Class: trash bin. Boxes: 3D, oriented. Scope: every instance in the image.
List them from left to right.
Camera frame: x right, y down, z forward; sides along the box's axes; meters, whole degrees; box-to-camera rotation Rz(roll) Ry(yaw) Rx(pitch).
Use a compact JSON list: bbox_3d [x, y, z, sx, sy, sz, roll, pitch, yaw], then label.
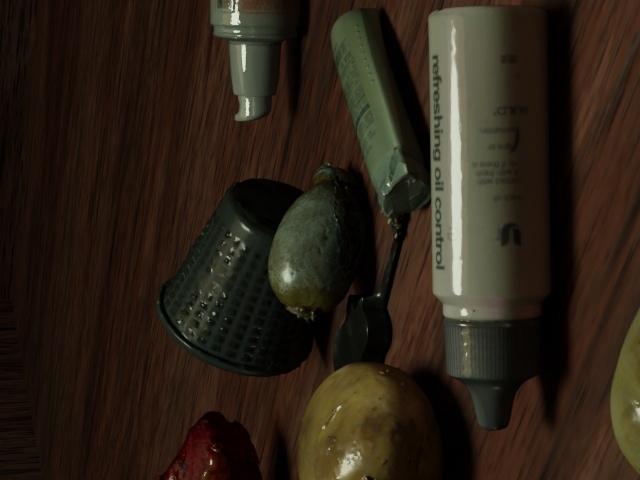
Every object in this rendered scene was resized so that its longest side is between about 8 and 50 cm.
[{"bbox_3d":[-0.063,0.028,1.704,0.161,0.175,0.175,-65,30,30],"label":"trash bin"}]

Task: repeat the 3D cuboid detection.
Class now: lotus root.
[{"bbox_3d":[0.000,-0.001,1.590,0.088,0.088,0.165,143,144,-68],"label":"lotus root"}]

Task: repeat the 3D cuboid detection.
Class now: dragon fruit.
[{"bbox_3d":[-0.149,0.356,1.833,0.302,0.240,0.330,-175,93,-79],"label":"dragon fruit"}]

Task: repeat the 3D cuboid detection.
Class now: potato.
[{"bbox_3d":[0.043,0.191,1.453,0.235,0.128,0.161,125,155,-68],"label":"potato"}]

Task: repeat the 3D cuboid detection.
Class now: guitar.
[{"bbox_3d":[0.049,0.060,1.551,0.088,0.025,0.233,-111,25,-48],"label":"guitar"}]

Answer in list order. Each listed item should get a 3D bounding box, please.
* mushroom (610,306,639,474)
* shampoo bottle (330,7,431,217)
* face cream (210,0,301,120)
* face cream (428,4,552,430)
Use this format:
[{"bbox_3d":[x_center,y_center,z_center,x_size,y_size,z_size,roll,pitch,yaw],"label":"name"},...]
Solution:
[{"bbox_3d":[0.220,0.072,0.896,0.112,0.148,0.148,30,132,21],"label":"mushroom"},{"bbox_3d":[0.053,-0.119,1.484,0.072,0.049,0.212,116,148,-48],"label":"shampoo bottle"},{"bbox_3d":[-0.069,-0.253,1.758,0.101,0.101,0.252,-150,59,-69],"label":"face cream"},{"bbox_3d":[0.126,-0.015,1.210,0.092,0.092,0.311,-170,78,-71],"label":"face cream"}]
